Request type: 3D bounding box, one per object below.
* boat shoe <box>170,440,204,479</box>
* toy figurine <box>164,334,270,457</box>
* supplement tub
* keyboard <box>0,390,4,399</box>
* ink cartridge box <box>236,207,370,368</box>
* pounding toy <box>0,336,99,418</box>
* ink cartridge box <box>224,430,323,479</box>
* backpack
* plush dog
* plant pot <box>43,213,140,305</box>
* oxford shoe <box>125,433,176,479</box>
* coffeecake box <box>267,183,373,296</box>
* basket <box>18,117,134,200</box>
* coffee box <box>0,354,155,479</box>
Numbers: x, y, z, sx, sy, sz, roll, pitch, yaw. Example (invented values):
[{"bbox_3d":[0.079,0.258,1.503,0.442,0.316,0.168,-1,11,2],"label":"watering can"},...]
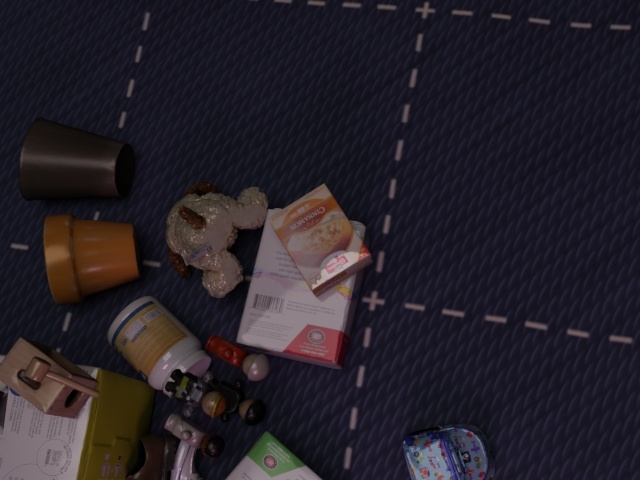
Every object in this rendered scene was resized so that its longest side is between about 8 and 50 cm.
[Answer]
[{"bbox_3d":[-0.283,0.525,1.834,0.076,0.083,0.226,13,90,2],"label":"boat shoe"},{"bbox_3d":[-0.210,0.328,1.782,0.148,0.213,0.209,25,37,20],"label":"toy figurine"},{"bbox_3d":[-0.351,0.234,1.880,0.200,0.144,0.144,41,85,17],"label":"supplement tub"},{"bbox_3d":[-0.690,0.282,1.636,0.180,0.023,0.108,18,79,13],"label":"keyboard"},{"bbox_3d":[-0.031,0.106,1.867,0.226,0.131,0.306,11,75,12],"label":"ink cartridge box"},{"bbox_3d":[-0.481,0.259,1.514,0.181,0.206,0.094,32,81,14],"label":"pounding toy"},{"bbox_3d":[-0.120,0.572,1.744,0.211,0.121,0.289,39,77,17],"label":"ink cartridge box"},{"bbox_3d":[0.263,0.447,1.733,0.173,0.117,0.158,-14,74,3],"label":"backpack"},{"bbox_3d":[-0.271,-0.025,1.914,0.225,0.211,0.262,8,76,55],"label":"plush dog"},{"bbox_3d":[-0.510,0.035,1.946,0.188,0.205,0.205,-7,74,-8],"label":"plant pot"},{"bbox_3d":[-0.364,0.516,1.777,0.096,0.083,0.227,11,73,-31],"label":"oxford shoe"},{"bbox_3d":[0.000,0.000,1.788,0.142,0.068,0.185,-32,71,-2],"label":"coffeecake box"},{"bbox_3d":[-0.569,-0.178,2.030,0.227,0.154,0.204,8,78,8],"label":"basket"},{"bbox_3d":[-0.569,0.428,1.765,0.335,0.337,0.338,5,75,11],"label":"coffee box"}]
